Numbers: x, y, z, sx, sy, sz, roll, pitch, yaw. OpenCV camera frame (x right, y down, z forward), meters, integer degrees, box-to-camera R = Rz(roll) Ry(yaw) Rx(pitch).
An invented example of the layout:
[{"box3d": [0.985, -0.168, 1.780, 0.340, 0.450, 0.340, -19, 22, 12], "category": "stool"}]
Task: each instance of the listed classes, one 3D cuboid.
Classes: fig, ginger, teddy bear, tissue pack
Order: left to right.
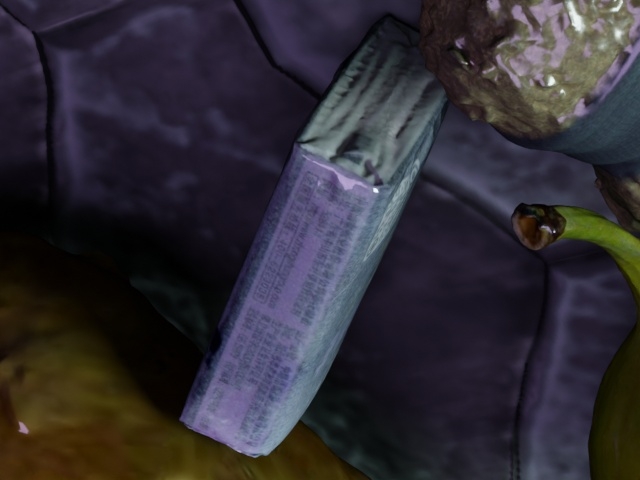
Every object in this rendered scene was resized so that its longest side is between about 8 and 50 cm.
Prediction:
[{"box3d": [-0.082, 0.121, 0.872, 0.321, 0.172, 0.165, 37, 112, -6], "category": "ginger"}, {"box3d": [0.000, 0.000, 0.793, 0.051, 0.112, 0.156, 26, 128, 3], "category": "tissue pack"}, {"box3d": [0.094, -0.087, 0.687, 0.251, 0.129, 0.182, 54, 161, -23], "category": "teddy bear"}, {"box3d": [0.135, 0.049, 0.754, 0.124, 0.124, 0.236, -18, 130, 30], "category": "fig"}]
